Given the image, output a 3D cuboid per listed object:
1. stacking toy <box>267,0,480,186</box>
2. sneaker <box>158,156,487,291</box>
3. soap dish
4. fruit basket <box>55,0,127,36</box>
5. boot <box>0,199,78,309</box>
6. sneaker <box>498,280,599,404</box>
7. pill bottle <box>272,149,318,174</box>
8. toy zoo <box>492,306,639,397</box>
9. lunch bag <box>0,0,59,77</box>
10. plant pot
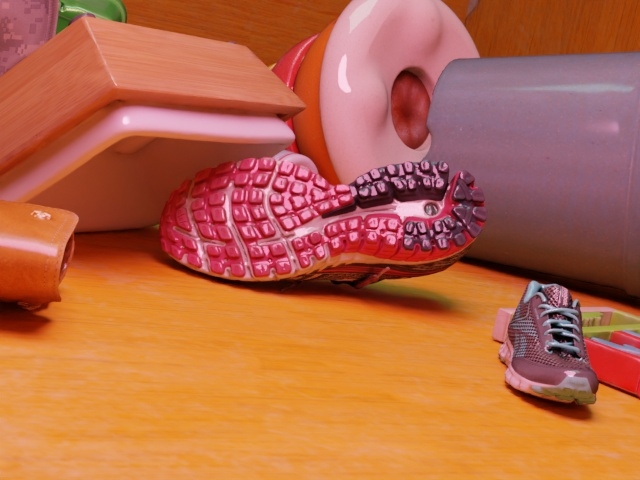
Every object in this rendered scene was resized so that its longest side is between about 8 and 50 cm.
[{"bbox_3d":[-0.013,-0.177,1.597,0.350,0.351,0.479,3,-3,-45],"label":"stacking toy"},{"bbox_3d":[0.000,0.000,0.976,0.299,0.121,0.112,1,-26,-5],"label":"sneaker"},{"bbox_3d":[-0.181,-0.099,0.959,0.228,0.118,0.290,-28,-10,28],"label":"soap dish"},{"bbox_3d":[-0.452,-0.281,1.364,0.391,0.283,0.392,20,4,-2],"label":"fruit basket"},{"bbox_3d":[-0.262,-0.006,0.629,0.211,0.104,0.295,11,5,-1],"label":"boot"},{"bbox_3d":[0.173,0.072,0.795,0.064,0.076,0.166,10,9,-4],"label":"sneaker"},{"bbox_3d":[-0.083,-0.088,1.417,0.087,0.087,0.160,3,12,-44],"label":"pill bottle"},{"bbox_3d":[0.318,0.112,0.884,0.192,0.030,0.293,3,12,-45],"label":"toy zoo"},{"bbox_3d":[-0.371,-0.193,1.084,0.168,0.287,0.235,1,12,-25],"label":"lunch bag"},{"bbox_3d":[0.317,-0.092,1.309,0.334,0.341,0.341,7,7,21],"label":"plant pot"}]
